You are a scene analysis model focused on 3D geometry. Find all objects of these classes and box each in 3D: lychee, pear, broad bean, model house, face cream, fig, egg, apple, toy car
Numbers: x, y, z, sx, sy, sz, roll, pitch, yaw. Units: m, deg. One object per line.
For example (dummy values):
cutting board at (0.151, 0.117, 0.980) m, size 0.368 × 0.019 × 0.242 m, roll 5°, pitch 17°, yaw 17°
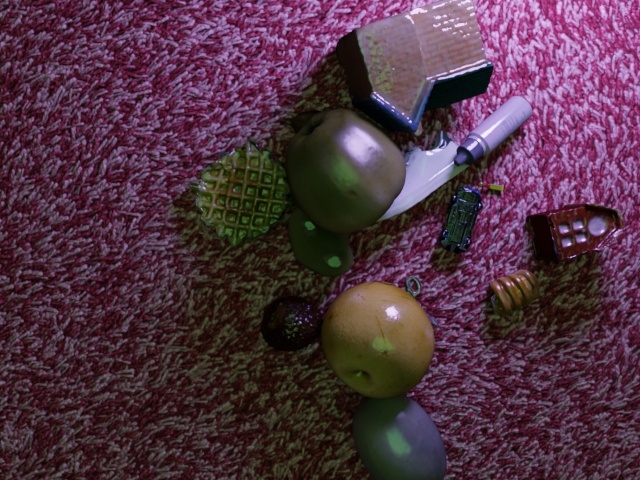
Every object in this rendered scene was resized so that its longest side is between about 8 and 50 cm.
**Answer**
lychee at (-0.083, 0.260, 1.877) m, size 0.188 × 0.188 × 0.188 m, roll 0°, pitch 92°, yaw 0°
pear at (0.170, 0.292, 1.789) m, size 0.349 × 0.348 × 0.348 m, roll 0°, pitch 92°, yaw 0°
broad bean at (0.000, 0.000, 1.899) m, size 0.189 × 0.121 × 0.263 m, roll -25°, pitch 79°, yaw -2°
model house at (0.282, -0.499, 1.788) m, size 0.382 × 0.334 × 0.342 m, roll -20°, pitch 103°, yaw -4°
face cream at (0.520, -0.325, 1.841) m, size 0.311 × 0.092 × 0.092 m, roll -40°, pitch 92°, yaw -18°
fig at (-0.039, -0.357, 1.880) m, size 0.155 × 0.103 × 0.109 m, roll 5°, pitch 70°, yaw -8°
egg at (0.242, 0.627, 1.844) m, size 0.258 × 0.258 × 0.352 m, roll -31°, pitch 98°, yaw 1°
apple at (0.064, -0.199, 1.739) m, size 0.358 × 0.357 × 0.357 m, roll 0°, pitch 92°, yaw 0°
model house at (0.796, -0.040, 1.849) m, size 0.254 × 0.196 × 0.160 m, roll -18°, pitch 90°, yaw 0°
toy car at (0.447, -0.065, 1.913) m, size 0.103 × 0.063 × 0.216 m, roll 18°, pitch 86°, yaw -1°

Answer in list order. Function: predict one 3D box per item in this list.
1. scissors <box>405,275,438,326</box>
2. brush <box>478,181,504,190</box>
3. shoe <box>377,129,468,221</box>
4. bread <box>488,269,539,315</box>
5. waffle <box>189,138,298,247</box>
scissors at (0.307, 0.220, 1.945) m, size 0.134 × 0.020 × 0.187 m, roll -37°, pitch 91°, yaw -3°
brush at (0.547, -0.174, 1.928) m, size 0.083 × 0.021 × 0.018 m, roll 9°, pitch 94°, yaw -6°
shoe at (0.284, -0.205, 1.876) m, size 0.363 × 0.132 × 0.160 m, roll -34°, pitch 93°, yaw -3°
bread at (0.618, 0.164, 1.914) m, size 0.177 × 0.084 × 0.119 m, roll -25°, pitch 93°, yaw -3°
waffle at (-0.242, -0.147, 1.905) m, size 0.317 × 0.073 × 0.297 m, roll -36°, pitch 91°, yaw -1°
